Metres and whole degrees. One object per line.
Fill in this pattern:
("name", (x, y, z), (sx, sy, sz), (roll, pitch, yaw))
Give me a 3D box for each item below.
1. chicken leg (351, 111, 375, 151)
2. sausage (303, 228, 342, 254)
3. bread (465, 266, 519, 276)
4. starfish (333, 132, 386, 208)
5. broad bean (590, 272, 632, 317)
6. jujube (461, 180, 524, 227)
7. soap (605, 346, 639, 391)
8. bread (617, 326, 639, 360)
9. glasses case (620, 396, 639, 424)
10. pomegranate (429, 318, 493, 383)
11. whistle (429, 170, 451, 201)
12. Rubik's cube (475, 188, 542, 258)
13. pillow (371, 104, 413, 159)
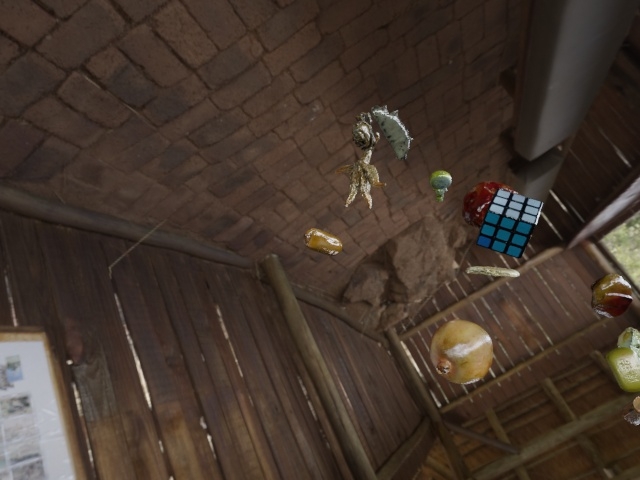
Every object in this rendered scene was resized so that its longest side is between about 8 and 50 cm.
("chicken leg", (0.156, -0.378, 1.487), (0.081, 0.125, 0.196), (-6, 166, 8))
("sausage", (-0.004, 0.005, 2.027), (0.112, 0.112, 0.328), (-35, 151, 21))
("bread", (0.888, 0.159, 2.123), (0.251, 0.038, 0.182), (4, -177, 35))
("starfish", (0.161, -0.264, 1.752), (0.084, 0.293, 0.301), (20, 142, -39))
("broad bean", (1.136, 0.215, 1.623), (0.156, 0.122, 0.228), (-38, 125, 14))
("jujube", (0.892, -0.154, 2.081), (0.377, 0.276, 0.276), (23, 134, -22))
("soap", (0.998, 0.419, 1.338), (0.089, 0.140, 0.045), (-25, 161, 19))
("bread", (1.333, 0.460, 1.712), (0.232, 0.128, 0.088), (28, 156, -14))
("glasses case", (1.072, 0.583, 1.398), (0.041, 0.064, 0.170), (-37, 143, -3))
("pomegranate", (0.553, 0.454, 1.655), (0.270, 0.229, 0.252), (-14, 112, -38))
("whistle", (0.598, -0.272, 2.053), (0.104, 0.057, 0.198), (4, 147, 18))
("Rubik's cube", (0.660, -0.061, 1.446), (0.163, 0.161, 0.162), (-48, 150, -40))
("pillow", (0.291, -0.433, 1.611), (0.093, 0.241, 0.051), (-30, -170, 12))
